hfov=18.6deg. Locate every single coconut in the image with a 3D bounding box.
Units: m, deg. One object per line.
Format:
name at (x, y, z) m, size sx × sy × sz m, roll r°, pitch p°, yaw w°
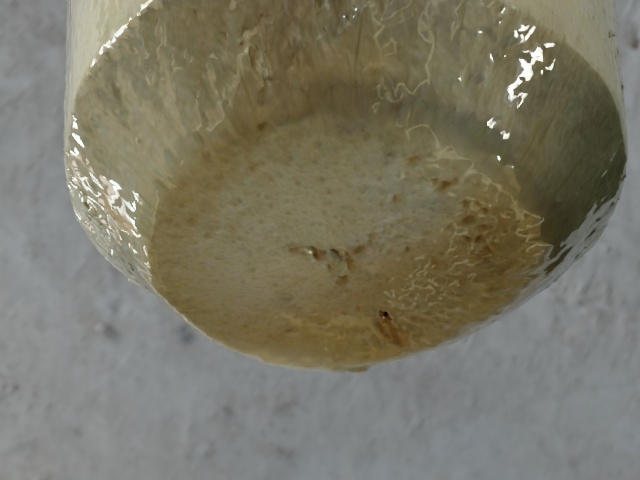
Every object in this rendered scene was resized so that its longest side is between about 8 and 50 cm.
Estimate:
coconut at (0.008, -0.088, 0.822) m, size 0.237 × 0.266 × 0.237 m, roll 1°, pitch 143°, yaw 1°
